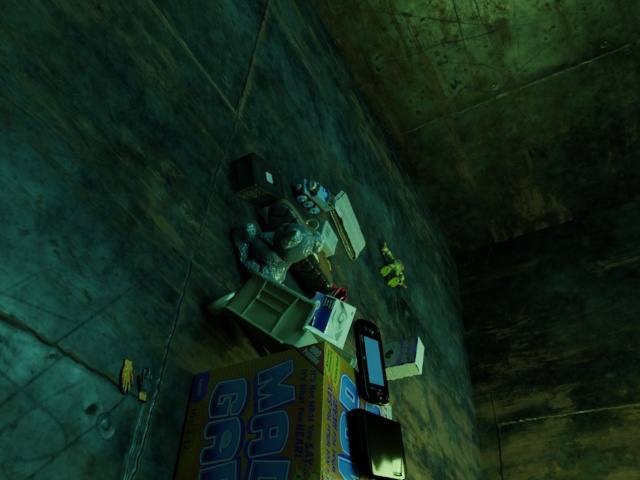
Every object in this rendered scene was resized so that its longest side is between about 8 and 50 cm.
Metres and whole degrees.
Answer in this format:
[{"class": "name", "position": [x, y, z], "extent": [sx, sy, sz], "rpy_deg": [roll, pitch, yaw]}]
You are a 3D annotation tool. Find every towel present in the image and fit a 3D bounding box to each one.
[{"class": "towel", "position": [0.120, -0.071, 2.520], "extent": [0.282, 0.049, 0.187], "rpy_deg": [67, 24, -11]}]

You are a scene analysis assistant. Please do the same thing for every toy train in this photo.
[{"class": "toy train", "position": [-0.021, -0.171, 2.210], "extent": [0.184, 0.105, 0.080], "rpy_deg": [42, 37, -50]}]

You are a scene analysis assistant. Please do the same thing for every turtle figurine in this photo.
[{"class": "turtle figurine", "position": [0.375, 0.148, 2.871], "extent": [0.269, 0.087, 0.217], "rpy_deg": [66, 24, -12]}]

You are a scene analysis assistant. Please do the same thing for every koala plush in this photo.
[{"class": "koala plush", "position": [-0.109, 0.025, 1.700], "extent": [0.196, 0.221, 0.203], "rpy_deg": [19, 51, -61]}]

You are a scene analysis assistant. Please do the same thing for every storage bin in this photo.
[{"class": "storage bin", "position": [-0.067, 0.232, 1.443], "extent": [0.123, 0.260, 0.262], "rpy_deg": [-50, 136, -18]}, {"class": "storage bin", "position": [-0.200, -0.191, 1.857], "extent": [0.180, 0.084, 0.122], "rpy_deg": [25, 50, -58]}]

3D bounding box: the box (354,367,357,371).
[{"class": "box", "position": [0.088, 0.542, 1.830], "extent": [0.261, 0.103, 0.184], "rpy_deg": [72, 11, -54]}]

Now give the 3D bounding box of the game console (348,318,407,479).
[{"class": "game console", "position": [0.119, 0.348, 1.297], "extent": [0.213, 0.044, 0.361], "rpy_deg": [39, 38, -53]}]

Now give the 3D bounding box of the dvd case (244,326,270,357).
[{"class": "dvd case", "position": [-0.138, 0.254, 1.726], "extent": [0.179, 0.030, 0.238], "rpy_deg": [61, 24, -22]}]

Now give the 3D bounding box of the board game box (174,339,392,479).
[{"class": "board game box", "position": [-0.064, 0.496, 1.290], "extent": [0.356, 0.356, 0.356], "rpy_deg": [50, 31, -40]}]

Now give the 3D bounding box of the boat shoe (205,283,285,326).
[{"class": "boat shoe", "position": [-0.183, 0.180, 1.556], "extent": [0.302, 0.109, 0.098], "rpy_deg": [1, 67, -60]}]

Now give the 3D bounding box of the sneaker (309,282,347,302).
[{"class": "sneaker", "position": [0.053, 0.198, 2.065], "extent": [0.087, 0.128, 0.221], "rpy_deg": [66, 24, -13]}]

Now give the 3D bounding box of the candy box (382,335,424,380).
[{"class": "candy box", "position": [0.313, 0.483, 2.341], "extent": [0.070, 0.196, 0.165], "rpy_deg": [63, 25, -21]}]

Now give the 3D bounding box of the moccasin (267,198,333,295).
[{"class": "moccasin", "position": [-0.060, 0.010, 1.950], "extent": [0.380, 0.139, 0.147], "rpy_deg": [54, 22, -30]}]

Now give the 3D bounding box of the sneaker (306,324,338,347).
[{"class": "sneaker", "position": [-0.044, 0.307, 1.747], "extent": [0.258, 0.094, 0.091], "rpy_deg": [33, 74, -36]}]

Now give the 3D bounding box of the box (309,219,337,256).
[{"class": "box", "position": [0.000, 0.000, 2.149], "extent": [0.102, 0.087, 0.101], "rpy_deg": [60, 26, -26]}]

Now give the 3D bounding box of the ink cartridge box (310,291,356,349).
[{"class": "ink cartridge box", "position": [0.022, 0.299, 1.898], "extent": [0.224, 0.045, 0.223], "rpy_deg": [30, 77, -56]}]

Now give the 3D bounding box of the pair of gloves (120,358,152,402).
[{"class": "pair of gloves", "position": [-0.379, 0.289, 1.189], "extent": [0.083, 0.010, 0.074], "rpy_deg": [45, 34, -48]}]
